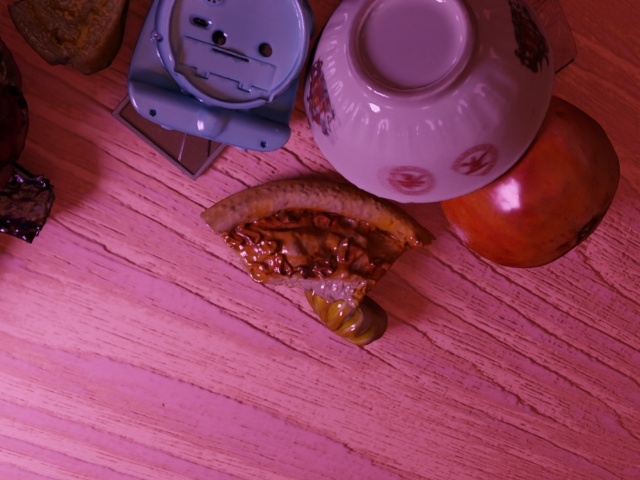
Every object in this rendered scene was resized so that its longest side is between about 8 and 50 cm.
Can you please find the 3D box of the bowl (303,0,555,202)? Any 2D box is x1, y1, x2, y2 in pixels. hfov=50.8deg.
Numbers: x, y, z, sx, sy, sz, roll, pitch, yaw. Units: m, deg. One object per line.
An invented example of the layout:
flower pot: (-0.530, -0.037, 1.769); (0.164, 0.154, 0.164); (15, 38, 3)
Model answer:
bowl: (0.119, -0.223, 0.840); (0.337, 0.157, 0.337); (-2, 83, 15)

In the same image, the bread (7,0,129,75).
bread: (-0.288, -0.266, 0.836); (0.156, 0.103, 0.110); (-18, 109, -1)

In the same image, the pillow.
pillow: (0.297, -0.338, 1.003); (0.126, 0.043, 0.232); (-37, 112, -5)

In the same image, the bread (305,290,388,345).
bread: (0.048, 0.119, 1.081); (0.157, 0.094, 0.083); (38, 93, -32)

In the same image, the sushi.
sushi: (-0.401, -0.054, 0.893); (0.084, 0.094, 0.098); (22, 87, -25)

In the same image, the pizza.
pizza: (0.000, 0.000, 1.012); (0.365, 0.074, 0.182); (11, 84, -14)

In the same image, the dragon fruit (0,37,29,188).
dragon fruit: (-0.489, -0.138, 0.723); (0.329, 0.329, 0.329); (-5, 111, -13)

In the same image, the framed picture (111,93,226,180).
framed picture: (-0.168, -0.204, 0.941); (0.150, 0.015, 0.203); (39, 96, -24)

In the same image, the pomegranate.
pomegranate: (0.292, -0.101, 0.993); (0.229, 0.270, 0.252); (-22, 150, -34)

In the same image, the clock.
clock: (-0.117, -0.265, 0.871); (0.224, 0.094, 0.274); (12, 107, -22)
